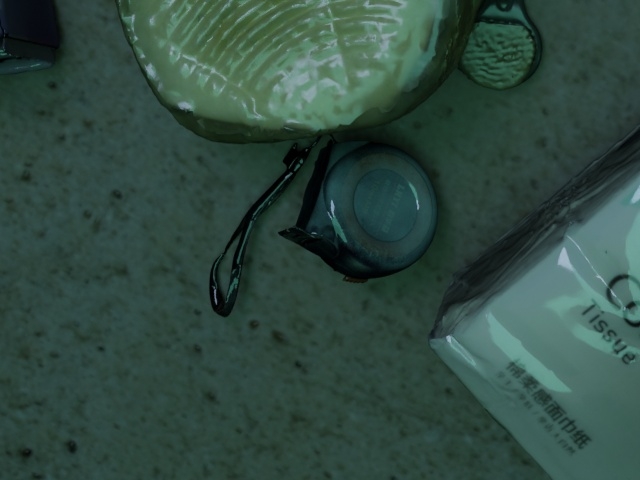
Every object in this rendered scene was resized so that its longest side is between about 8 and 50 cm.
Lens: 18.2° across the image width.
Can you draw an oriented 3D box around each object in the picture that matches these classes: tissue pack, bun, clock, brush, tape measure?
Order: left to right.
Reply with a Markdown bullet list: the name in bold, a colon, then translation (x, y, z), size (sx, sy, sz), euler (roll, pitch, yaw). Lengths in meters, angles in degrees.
- **clock**: translation (-0.297, -0.149, 1.423), size (0.193, 0.144, 0.073), euler (-8, 91, 9)
- **bun**: translation (-0.009, -0.188, 1.373), size (0.259, 0.152, 0.259), euler (1, 93, 14)
- **tape measure**: translation (0.000, -0.003, 1.479), size (0.107, 0.104, 0.180), euler (28, 142, -23)
- **brush**: translation (0.137, -0.236, 1.406), size (0.062, 0.027, 0.266), euler (7, 104, 5)
- **tissue pack**: translation (0.286, 0.102, 1.384), size (0.266, 0.194, 0.356), euler (-41, 96, 17)
